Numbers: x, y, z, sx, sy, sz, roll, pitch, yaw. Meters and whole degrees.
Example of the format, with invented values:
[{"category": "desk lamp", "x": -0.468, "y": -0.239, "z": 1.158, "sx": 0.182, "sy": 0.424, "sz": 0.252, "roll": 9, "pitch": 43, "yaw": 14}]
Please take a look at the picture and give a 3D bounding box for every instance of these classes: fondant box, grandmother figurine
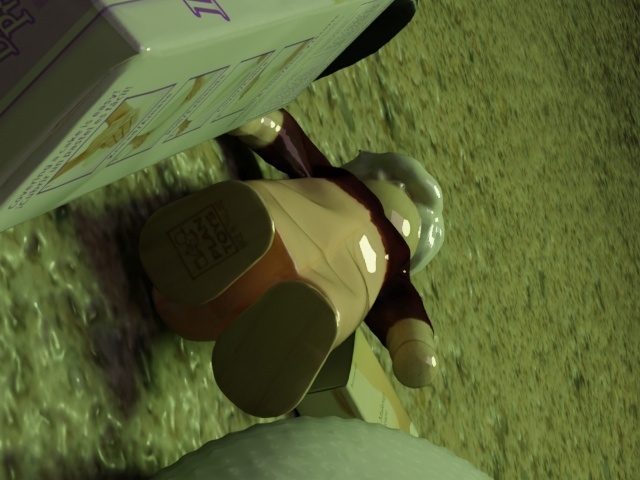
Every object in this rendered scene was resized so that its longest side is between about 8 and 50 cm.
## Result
[{"category": "fondant box", "x": -0.109, "y": -0.149, "z": 0.635, "sx": 0.238, "sy": 0.096, "sz": 0.330, "roll": 49, "pitch": 22, "yaw": 2}, {"category": "grandmother figurine", "x": 0.000, "y": 0.000, "z": 0.970, "sx": 0.207, "sy": 0.104, "sz": 0.342, "roll": 65, "pitch": 18, "yaw": 2}]

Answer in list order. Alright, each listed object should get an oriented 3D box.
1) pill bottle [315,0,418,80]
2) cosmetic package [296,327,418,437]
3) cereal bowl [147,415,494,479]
[{"category": "pill bottle", "x": -0.040, "y": -0.204, "z": 0.920, "sx": 0.219, "sy": 0.123, "sz": 0.123, "roll": 67, "pitch": 18, "yaw": 10}, {"category": "cosmetic package", "x": 0.023, "y": 0.113, "z": 1.036, "sx": 0.060, "sy": 0.041, "sz": 0.115, "roll": -81, "pitch": 151, "yaw": -46}, {"category": "cereal bowl", "x": 0.053, "y": 0.221, "z": 0.727, "sx": 0.339, "sy": 0.141, "sz": 0.339, "roll": 35, "pitch": 34, "yaw": -28}]
